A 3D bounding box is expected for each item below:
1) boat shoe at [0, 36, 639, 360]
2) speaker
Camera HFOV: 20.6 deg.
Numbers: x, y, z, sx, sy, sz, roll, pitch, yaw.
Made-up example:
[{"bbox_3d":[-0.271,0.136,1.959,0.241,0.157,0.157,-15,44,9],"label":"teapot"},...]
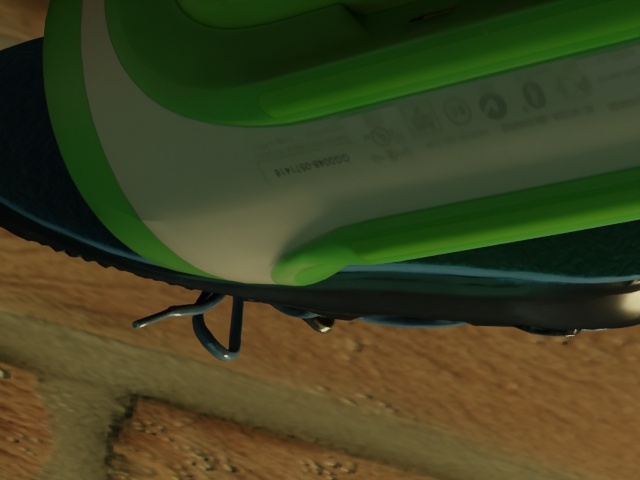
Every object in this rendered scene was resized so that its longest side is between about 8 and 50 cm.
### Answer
[{"bbox_3d":[0.000,0.000,0.599,0.258,0.109,0.089,14,154,7],"label":"boat shoe"},{"bbox_3d":[0.071,-0.064,0.432,0.296,0.131,0.131,-11,141,38],"label":"speaker"}]
